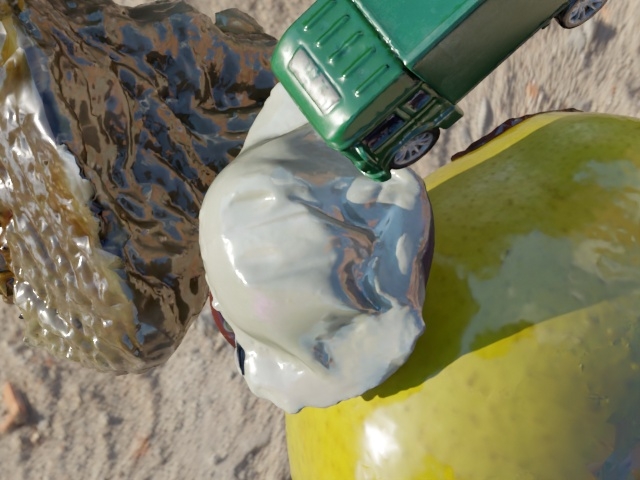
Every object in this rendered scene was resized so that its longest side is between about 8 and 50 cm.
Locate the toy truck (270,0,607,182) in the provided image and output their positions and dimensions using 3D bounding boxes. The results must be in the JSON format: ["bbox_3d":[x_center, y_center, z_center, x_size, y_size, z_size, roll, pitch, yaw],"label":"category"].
[{"bbox_3d":[0.050,-0.091,0.405,0.147,0.079,0.065,-42,68,16],"label":"toy truck"}]

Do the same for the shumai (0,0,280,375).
[{"bbox_3d":[-0.165,-0.081,0.911,0.217,0.283,0.346,-32,91,44],"label":"shumai"}]

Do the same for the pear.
[{"bbox_3d":[0.164,0.115,0.666,0.341,0.191,0.386,20,95,-18],"label":"pear"}]

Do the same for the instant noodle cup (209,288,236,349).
[{"bbox_3d":[-0.034,0.062,1.640,0.274,0.090,0.273,-2,117,-4],"label":"instant noodle cup"}]

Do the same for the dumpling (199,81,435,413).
[{"bbox_3d":[0.000,0.000,0.581,0.127,0.108,0.187,-7,78,40],"label":"dumpling"}]
